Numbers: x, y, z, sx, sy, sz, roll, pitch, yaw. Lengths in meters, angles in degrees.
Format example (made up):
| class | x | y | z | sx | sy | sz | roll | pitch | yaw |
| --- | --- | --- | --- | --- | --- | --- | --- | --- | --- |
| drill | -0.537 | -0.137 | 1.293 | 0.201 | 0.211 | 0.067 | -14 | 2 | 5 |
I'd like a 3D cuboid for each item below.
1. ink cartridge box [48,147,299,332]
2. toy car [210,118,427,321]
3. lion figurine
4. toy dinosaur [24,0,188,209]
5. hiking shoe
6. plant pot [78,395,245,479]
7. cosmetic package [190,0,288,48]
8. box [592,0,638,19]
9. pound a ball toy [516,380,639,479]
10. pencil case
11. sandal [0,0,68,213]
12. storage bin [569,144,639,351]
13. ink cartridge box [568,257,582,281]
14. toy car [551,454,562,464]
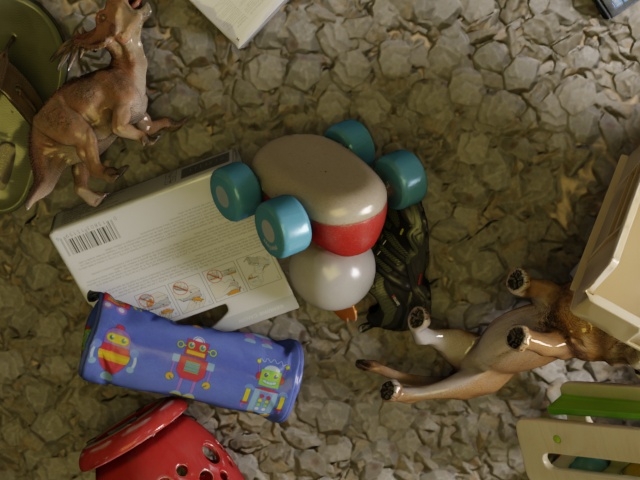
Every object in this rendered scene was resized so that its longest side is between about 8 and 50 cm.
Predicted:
| class | x | y | z | sx | sy | sz | roll | pitch | yaw |
| --- | --- | --- | --- | --- | --- | --- | --- | --- | --- |
| ink cartridge box | -0.195 | 0.028 | 1.602 | 0.275 | 0.060 | 0.239 | -20 | 119 | 7 |
| toy car | 0.000 | 0.000 | 1.509 | 0.219 | 0.210 | 0.238 | -23 | 128 | -28 |
| lion figurine | 0.259 | 0.138 | 1.532 | 0.392 | 0.240 | 0.142 | -18 | 66 | 42 |
| toy dinosaur | -0.304 | -0.172 | 1.504 | 0.200 | 0.127 | 0.296 | 45 | 79 | -4 |
| hiking shoe | 0.089 | 0.021 | 1.566 | 0.114 | 0.086 | 0.227 | -5 | 103 | 1 |
| plant pot | -0.220 | 0.320 | 1.603 | 0.191 | 0.191 | 0.174 | -29 | 92 | 9 |
| cosmetic package | -0.055 | -0.367 | 1.504 | 0.239 | 0.060 | 0.099 | -44 | 92 | 11 |
| box | 0.411 | -0.418 | 1.463 | 0.232 | 0.059 | 0.183 | -33 | 97 | 9 |
| pound a ball toy | 0.448 | 0.257 | 1.503 | 0.319 | 0.208 | 0.136 | -2 | 109 | 46 |
| pencil case | -0.178 | 0.160 | 1.574 | 0.306 | 0.133 | 0.119 | 15 | 86 | -12 |
| sandal | -0.412 | -0.177 | 1.555 | 0.120 | 0.086 | 0.303 | 11 | 103 | 1 |
| storage bin | 0.464 | 0.023 | 1.396 | 0.262 | 0.123 | 0.260 | 29 | 62 | -3 |
| ink cartridge box | 0.518 | -0.030 | 1.542 | 0.176 | 0.069 | 0.371 | 39 | 99 | -5 |
| toy car | 0.362 | 0.441 | 1.656 | 0.225 | 0.053 | 0.239 | 40 | 102 | -5 |
